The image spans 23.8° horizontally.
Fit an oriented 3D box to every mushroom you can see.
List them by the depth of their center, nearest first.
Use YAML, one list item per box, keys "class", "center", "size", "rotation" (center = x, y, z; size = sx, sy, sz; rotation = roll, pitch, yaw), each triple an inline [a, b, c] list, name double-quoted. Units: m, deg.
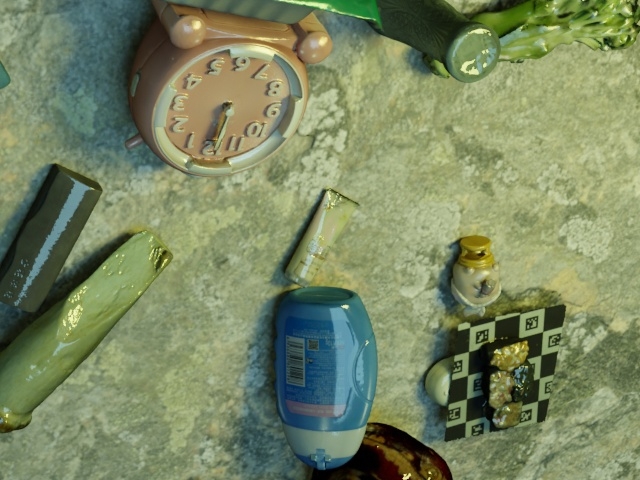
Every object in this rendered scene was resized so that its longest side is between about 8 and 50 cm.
- class: "mushroom"
  center: [-0.328, 0.120, 1.970]
  size: [0.087, 0.107, 0.333]
  rotation: [44, 93, 5]

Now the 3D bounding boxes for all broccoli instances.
- class: "broccoli"
  center: [0.281, -0.299, 2.047]
  size: [0.304, 0.145, 0.165]
  rotation: [-25, 135, 0]

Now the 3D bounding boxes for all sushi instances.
- class: "sushi"
  center: [0.293, 0.215, 2.311]
  size: [0.192, 0.050, 0.215]
  rotation: [-8, 119, -24]

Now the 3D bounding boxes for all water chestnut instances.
- class: "water chestnut"
  center: [0.084, 0.387, 2.243]
  size: [0.238, 0.223, 0.224]
  rotation: [-14, 127, -57]

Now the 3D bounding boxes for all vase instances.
- class: "vase"
  center: [0.144, -0.269, 1.920]
  size: [0.096, 0.219, 0.096]
  rotation: [-11, 120, -21]

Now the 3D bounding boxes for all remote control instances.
- class: "remote control"
  center: [0.265, 0.198, 2.345]
  size: [0.221, 0.042, 0.078]
  rotation: [-16, 121, -18]

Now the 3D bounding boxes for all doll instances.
- class: "doll"
  center: [0.234, 0.062, 2.230]
  size: [0.073, 0.084, 0.127]
  rotation: [-12, 114, -20]

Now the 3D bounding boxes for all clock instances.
- class: "clock"
  center: [-0.131, -0.191, 1.886]
  size: [0.227, 0.142, 0.241]
  rotation: [2, 124, -28]

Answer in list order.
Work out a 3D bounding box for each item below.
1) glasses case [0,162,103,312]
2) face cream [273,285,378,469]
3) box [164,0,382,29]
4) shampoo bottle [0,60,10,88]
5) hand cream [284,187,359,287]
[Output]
- class: "glasses case"
  center: [-0.349, -0.001, 1.930]
  size: [0.072, 0.042, 0.191]
  rotation: [24, 104, -26]
- class: "face cream"
  center: [0.007, 0.201, 2.153]
  size: [0.149, 0.083, 0.264]
  rotation: [4, 106, 11]
- class: "box"
  center: [-0.112, -0.352, 1.765]
  size: [0.336, 0.264, 0.106]
  rotation: [6, 144, -29]
- class: "shampoo bottle"
  center: [-0.493, -0.161, 1.754]
  size: [0.258, 0.061, 0.104]
  rotation: [-32, 127, -9]
- class: "hand cream"
  center: [0.000, 0.000, 2.110]
  size: [0.061, 0.039, 0.143]
  rotation: [25, 98, -32]
